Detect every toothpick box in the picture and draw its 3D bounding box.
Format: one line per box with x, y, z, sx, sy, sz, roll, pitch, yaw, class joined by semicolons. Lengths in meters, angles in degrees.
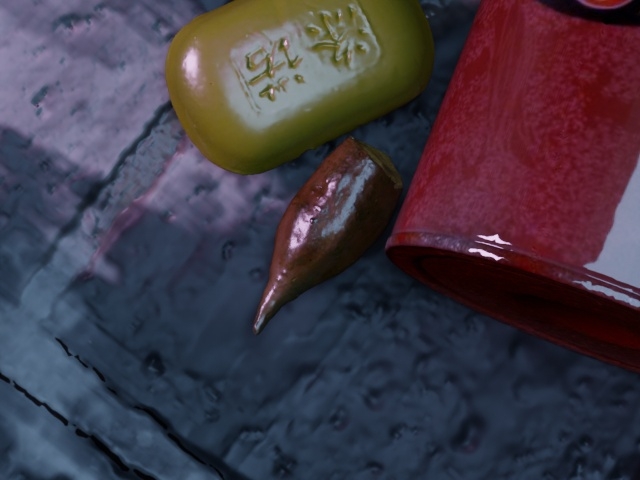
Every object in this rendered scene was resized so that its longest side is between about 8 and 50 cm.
0.182;-0.112;0.941;0.204;0.204;0.333;22;83;-4;toothpick box

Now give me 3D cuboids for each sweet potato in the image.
0.000;0.000;0.986;0.049;0.049;0.117;35;85;-2;sweet potato

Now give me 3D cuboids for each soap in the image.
-0.010;-0.092;0.995;0.140;0.045;0.089;-26;84;-9;soap
